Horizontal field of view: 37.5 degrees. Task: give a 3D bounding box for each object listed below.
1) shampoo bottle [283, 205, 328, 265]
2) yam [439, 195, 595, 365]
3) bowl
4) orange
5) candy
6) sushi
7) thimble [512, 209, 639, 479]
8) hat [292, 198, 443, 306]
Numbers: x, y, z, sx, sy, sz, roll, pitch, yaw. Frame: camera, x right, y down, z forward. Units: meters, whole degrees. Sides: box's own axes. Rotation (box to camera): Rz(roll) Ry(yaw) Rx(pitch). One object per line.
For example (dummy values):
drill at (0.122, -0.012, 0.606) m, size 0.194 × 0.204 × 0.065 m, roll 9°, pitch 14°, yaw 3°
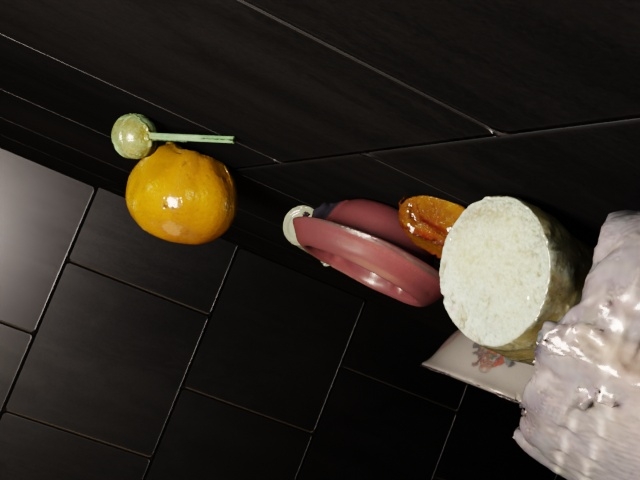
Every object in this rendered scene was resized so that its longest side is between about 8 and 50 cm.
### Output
shampoo bottle at (0.000, 0.000, 1.473) m, size 0.065 × 0.065 × 0.204 m, roll 20°, pitch 175°, yaw 21°
yam at (0.230, 0.062, 0.886) m, size 0.133 × 0.133 × 0.330 m, roll 17°, pitch 176°, yaw 41°
bowl at (0.371, 0.224, 1.737) m, size 0.345 × 0.157 × 0.345 m, roll 22°, pitch 175°, yaw 2°
orange at (-0.187, -0.065, 1.289) m, size 0.154 × 0.134 × 0.155 m, roll 16°, pitch -162°, yaw -5°
candy at (-0.170, -0.120, 1.102) m, size 0.202 × 0.061 × 0.061 m, roll 7°, pitch 166°, yaw 39°
sushi at (0.127, -0.008, 0.935) m, size 0.120 × 0.052 × 0.055 m, roll 18°, pitch 174°, yaw 37°
thimble at (0.237, 0.088, 0.632) m, size 0.172 × 0.205 × 0.236 m, roll 21°, pitch 176°, yaw 18°
hat at (0.068, 0.003, 1.111) m, size 0.205 × 0.089 × 0.205 m, roll 26°, pitch 173°, yaw 4°
